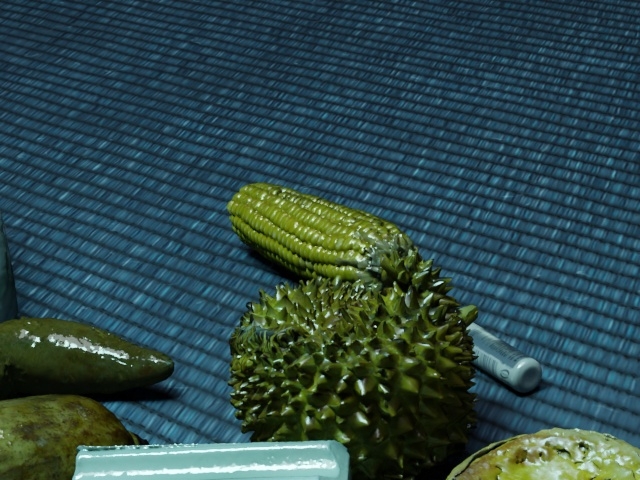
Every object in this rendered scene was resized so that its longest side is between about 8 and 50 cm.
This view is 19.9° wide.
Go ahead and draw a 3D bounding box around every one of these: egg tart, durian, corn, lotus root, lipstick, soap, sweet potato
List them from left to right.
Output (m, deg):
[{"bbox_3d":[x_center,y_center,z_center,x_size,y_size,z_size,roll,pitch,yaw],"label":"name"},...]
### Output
[{"bbox_3d":[-0.321,0.140,2.016,0.310,0.098,0.124,-10,46,-9],"label":"sweet potato"},{"bbox_3d":[-0.266,0.217,1.778,0.145,0.128,0.260,29,20,34],"label":"lotus root"},{"bbox_3d":[-0.089,0.261,1.616,0.261,0.150,0.094,-3,30,10],"label":"soap"},{"bbox_3d":[0.000,0.000,2.213,0.115,0.115,0.318,-25,30,-34],"label":"corn"},{"bbox_3d":[0.038,0.133,1.776,0.258,0.258,0.293,-2,15,13],"label":"durian"},{"bbox_3d":[0.185,0.123,1.965,0.040,0.040,0.141,-19,26,-24],"label":"lipstick"},{"bbox_3d":[0.207,0.255,1.604,0.234,0.094,0.234,-6,27,3],"label":"egg tart"}]

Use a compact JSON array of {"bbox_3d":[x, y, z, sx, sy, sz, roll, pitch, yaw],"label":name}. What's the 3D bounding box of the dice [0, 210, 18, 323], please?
[{"bbox_3d":[-0.550,-0.025,2.163,0.328,0.330,0.348,-14,24,-12],"label":"dice"}]
